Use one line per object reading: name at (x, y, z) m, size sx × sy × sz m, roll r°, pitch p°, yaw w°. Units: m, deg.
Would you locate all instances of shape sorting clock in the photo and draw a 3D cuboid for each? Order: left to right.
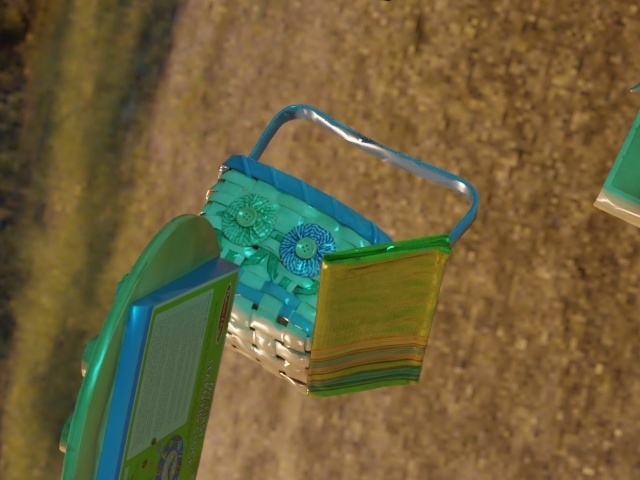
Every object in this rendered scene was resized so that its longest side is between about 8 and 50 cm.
shape sorting clock at (-0.097, 0.085, 0.857) m, size 0.206 × 0.040 × 0.206 m, roll 16°, pitch -90°, yaw -74°

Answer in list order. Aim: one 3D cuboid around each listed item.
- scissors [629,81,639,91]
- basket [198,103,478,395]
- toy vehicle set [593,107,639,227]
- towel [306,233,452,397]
scissors at (0.302, -0.138, 0.859) m, size 0.297 × 0.021 × 0.109 m, roll -36°, pitch 46°, yaw 24°
basket at (0.000, 0.000, 1.680) m, size 0.289 × 0.255 × 0.201 m, roll -53°, pitch -23°, yaw -31°
toy vehicle set at (0.447, -0.047, 1.700) m, size 0.166 × 0.267 × 0.035 m, roll -57°, pitch -11°, yaw -34°
towel at (0.044, 0.067, 1.253) m, size 0.237 × 0.102 × 0.021 m, roll 96°, pitch 161°, yaw -60°
